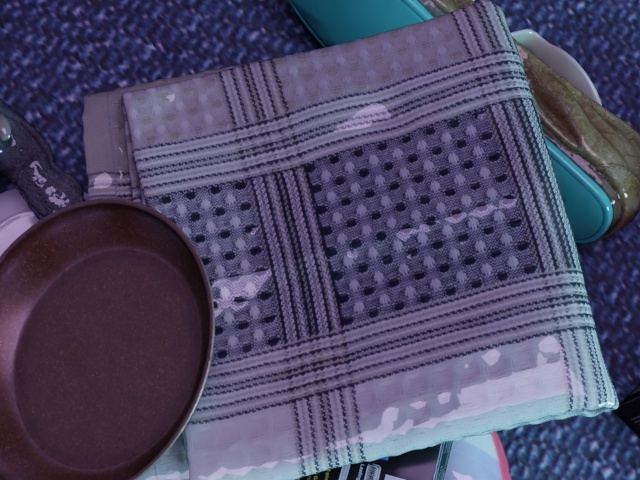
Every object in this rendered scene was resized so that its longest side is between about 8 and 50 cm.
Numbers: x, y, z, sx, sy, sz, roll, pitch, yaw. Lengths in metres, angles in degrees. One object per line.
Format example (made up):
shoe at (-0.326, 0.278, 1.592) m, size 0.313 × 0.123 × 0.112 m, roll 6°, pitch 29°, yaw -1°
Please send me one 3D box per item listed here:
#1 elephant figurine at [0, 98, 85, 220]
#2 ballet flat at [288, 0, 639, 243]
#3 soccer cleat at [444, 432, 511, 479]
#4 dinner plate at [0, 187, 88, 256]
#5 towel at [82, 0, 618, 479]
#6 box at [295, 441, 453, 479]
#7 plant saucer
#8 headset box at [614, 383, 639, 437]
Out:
elephant figurine at (-0.297, -0.105, 0.942) m, size 0.186 × 0.169 × 0.239 m, roll -12°, pitch 87°, yaw 24°
ballet flat at (0.123, -0.142, 1.042) m, size 0.342 × 0.116 × 0.124 m, roll 39°, pitch 52°, yaw 4°
soccer cleat at (0.102, 0.186, 0.954) m, size 0.095 × 0.083 × 0.248 m, roll -14°, pitch 75°, yaw 4°
dinner plate at (-0.206, 0.023, 0.984) m, size 0.141 × 0.017 × 0.141 m, roll 3°, pitch 72°, yaw -9°
towel at (0.000, 0.000, 0.882) m, size 0.324 × 0.056 × 0.312 m, roll -13°, pitch 68°, yaw 5°
box at (-0.021, 0.064, 0.932) m, size 0.257 × 0.079 × 0.322 m, roll 11°, pitch 72°, yaw 11°
plant saucer at (-0.145, 0.072, 0.848) m, size 0.199 × 0.036 × 0.198 m, roll -10°, pitch 68°, yaw 25°
headset box at (0.414, 0.139, 0.980) m, size 0.246 × 0.131 × 0.283 m, roll -40°, pitch 83°, yaw -16°
